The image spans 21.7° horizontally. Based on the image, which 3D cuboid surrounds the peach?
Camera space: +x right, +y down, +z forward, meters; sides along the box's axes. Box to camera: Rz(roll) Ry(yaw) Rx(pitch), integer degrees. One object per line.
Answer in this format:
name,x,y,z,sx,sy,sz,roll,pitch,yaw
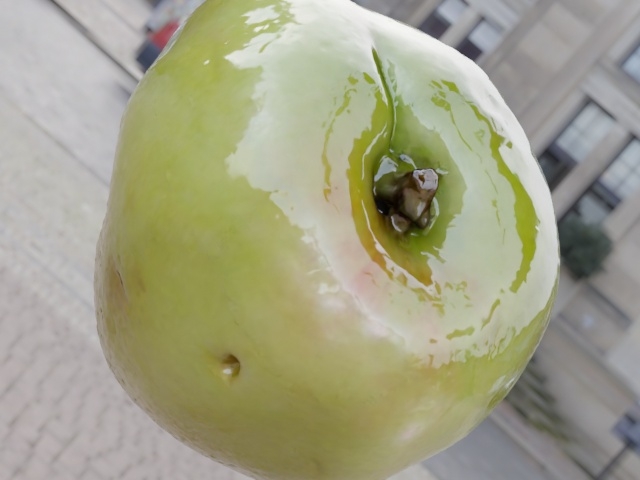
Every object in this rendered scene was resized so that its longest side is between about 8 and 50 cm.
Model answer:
peach,0.001,0.003,1.042,0.281,0.314,0.315,9,-28,-13
